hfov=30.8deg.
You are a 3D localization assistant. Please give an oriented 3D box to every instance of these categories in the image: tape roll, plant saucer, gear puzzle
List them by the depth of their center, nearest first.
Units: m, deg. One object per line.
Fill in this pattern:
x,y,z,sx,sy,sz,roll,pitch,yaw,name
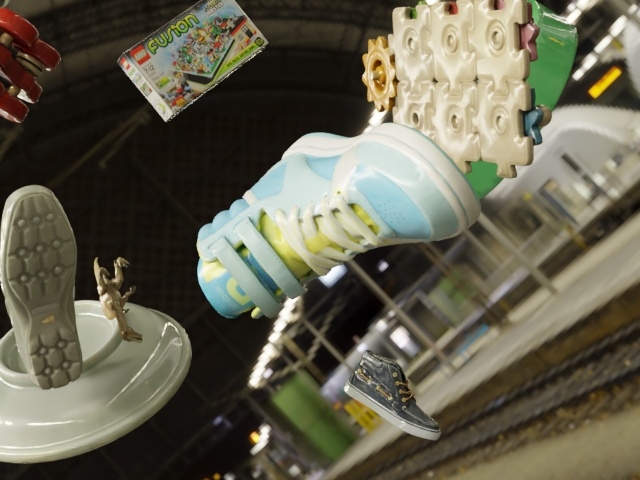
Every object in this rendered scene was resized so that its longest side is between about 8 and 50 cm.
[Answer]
0.131,-0.162,1.206,0.044,0.175,0.339,-9,11,-24,gear puzzle
0.264,-0.209,1.768,0.321,0.077,0.321,-57,12,20,tape roll
-0.416,0.196,1.906,0.400,0.400,0.101,-39,-52,-38,plant saucer

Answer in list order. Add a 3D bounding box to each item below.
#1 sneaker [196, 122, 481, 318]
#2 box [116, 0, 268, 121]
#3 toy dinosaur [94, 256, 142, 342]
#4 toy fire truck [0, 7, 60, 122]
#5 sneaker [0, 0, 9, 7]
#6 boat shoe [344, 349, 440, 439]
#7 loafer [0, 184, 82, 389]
0.000,0.000,1.067,0.208,0.127,0.319,-43,16,-17,sneaker
-0.185,-0.276,1.705,0.207,0.114,0.036,-43,6,-31,box
-0.315,0.071,1.723,0.053,0.183,0.093,-9,-39,-32,toy dinosaur
-0.695,-0.382,2.362,0.169,0.254,0.302,-61,-13,-9,toy fire truck
-0.419,-0.582,1.679,0.257,0.169,0.447,-28,-48,-35,sneaker
0.131,0.257,1.939,0.083,0.183,0.065,-64,-19,10,boat shoe
-0.399,0.061,1.634,0.112,0.111,0.319,-12,-58,-25,loafer
